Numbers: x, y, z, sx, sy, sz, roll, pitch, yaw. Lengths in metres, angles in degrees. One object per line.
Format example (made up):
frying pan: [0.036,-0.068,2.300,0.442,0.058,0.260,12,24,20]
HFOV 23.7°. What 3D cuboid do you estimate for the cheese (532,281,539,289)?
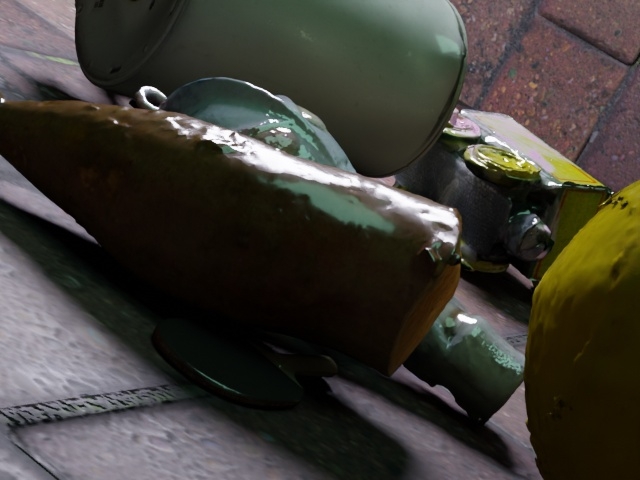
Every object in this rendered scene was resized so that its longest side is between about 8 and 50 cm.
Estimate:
cheese: [0.272,0.068,1.622,0.086,0.036,0.162,27,12,-6]

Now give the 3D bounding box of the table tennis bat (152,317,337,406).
table tennis bat: [-0.039,0.074,0.926,0.087,0.013,0.156,36,14,33]

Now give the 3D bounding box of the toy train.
toy train: [0.183,-0.053,1.615,0.177,0.134,0.261,3,26,-31]

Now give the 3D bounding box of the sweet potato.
sweet potato: [-0.074,-0.015,0.967,0.337,0.131,0.131,18,12,3]

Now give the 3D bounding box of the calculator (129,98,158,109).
calculator: [-0.058,-0.069,1.422,0.268,0.040,0.177,24,10,-4]

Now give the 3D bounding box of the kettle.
kettle: [-0.060,-0.177,1.413,0.318,0.265,0.205,16,45,-37]

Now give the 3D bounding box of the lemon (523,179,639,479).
lemon: [0.262,0.085,0.946,0.297,0.297,0.297,28,12,-7]

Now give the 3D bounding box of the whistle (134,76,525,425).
whistle: [0.000,0.001,1.093,0.346,0.133,0.142,41,10,5]
